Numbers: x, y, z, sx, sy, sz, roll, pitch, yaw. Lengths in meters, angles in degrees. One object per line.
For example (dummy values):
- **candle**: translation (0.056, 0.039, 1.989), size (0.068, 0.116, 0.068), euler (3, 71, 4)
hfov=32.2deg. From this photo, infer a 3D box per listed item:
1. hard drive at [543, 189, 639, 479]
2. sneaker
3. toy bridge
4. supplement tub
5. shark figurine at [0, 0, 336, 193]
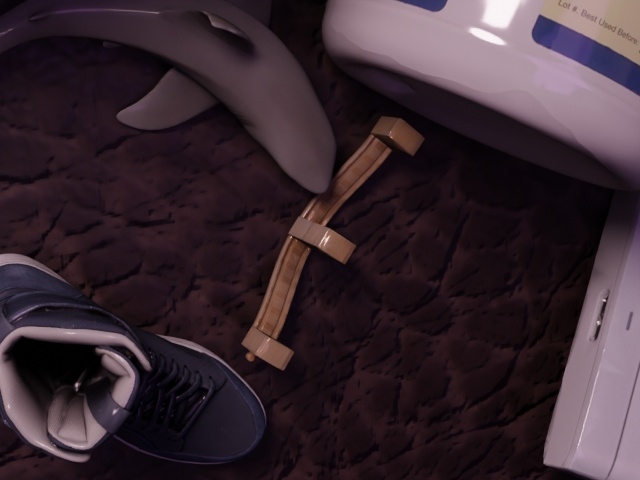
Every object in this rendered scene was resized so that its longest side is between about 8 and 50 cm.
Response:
- **hard drive**: translation (0.360, 0.119, 0.871), size (0.353, 0.047, 0.233), euler (22, 77, -17)
- **sneaker**: translation (-0.110, 0.099, 0.676), size (0.226, 0.163, 0.086), euler (32, 87, -25)
- **toy bridge**: translation (0.000, 0.000, 0.749), size (0.026, 0.063, 0.188), euler (33, 86, -24)
- **supplement tub**: translation (0.164, -0.217, 0.671), size (0.235, 0.235, 0.325), euler (23, 93, -24)
- **shark figurine**: translation (-0.102, -0.116, 0.659), size (0.278, 0.116, 0.166), euler (4, 98, -23)
